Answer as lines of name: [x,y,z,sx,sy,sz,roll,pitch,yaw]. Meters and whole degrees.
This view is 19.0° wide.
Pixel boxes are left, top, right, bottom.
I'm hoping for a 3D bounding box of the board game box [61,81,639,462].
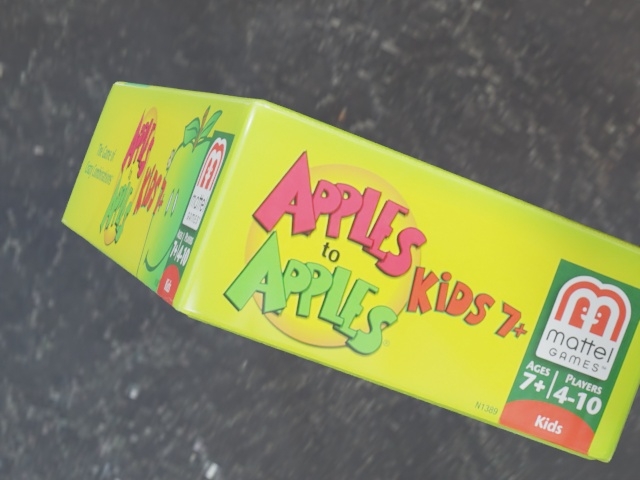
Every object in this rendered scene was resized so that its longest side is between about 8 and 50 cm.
board game box: [0.000,0.000,0.444,0.092,0.181,0.043,21,90,-15]
